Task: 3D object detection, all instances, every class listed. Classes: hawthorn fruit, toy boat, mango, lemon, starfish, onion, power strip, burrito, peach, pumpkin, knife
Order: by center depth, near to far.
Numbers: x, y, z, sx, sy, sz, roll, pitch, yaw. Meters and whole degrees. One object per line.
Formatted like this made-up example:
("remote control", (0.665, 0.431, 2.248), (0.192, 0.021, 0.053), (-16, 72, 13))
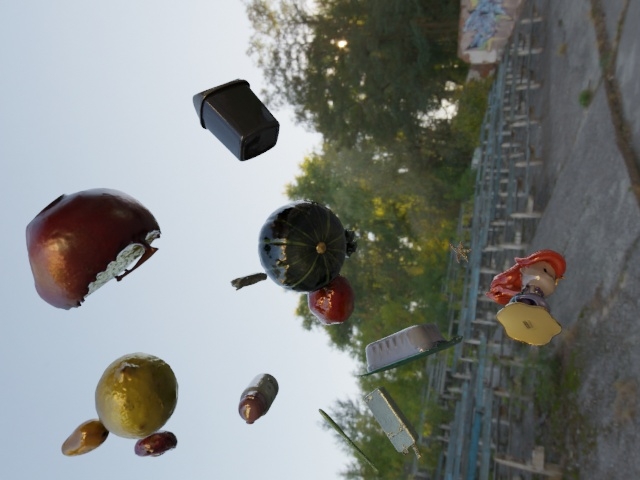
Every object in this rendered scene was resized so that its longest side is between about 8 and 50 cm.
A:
("knife", (0.067, 0.474, 1.051), (0.014, 0.207, 0.030), (-44, 4, -8))
("peach", (-0.724, 0.002, 1.382), (0.406, 0.335, 0.310), (-42, -77, -19))
("lemon", (-0.578, 0.489, 1.402), (0.260, 0.260, 0.284), (-38, -34, -63))
("mango", (-0.800, 0.679, 1.520), (0.178, 0.090, 0.115), (-45, -41, 15))
("pumpkin", (-0.061, 0.022, 1.530), (0.323, 0.241, 0.323), (4, -98, -31))
("onion", (-0.599, 0.713, 1.614), (0.150, 0.150, 0.140), (58, -165, -59))
("starfish", (0.508, 0.042, 1.618), (0.016, 0.086, 0.092), (-30, -44, -41))
("power strip", (0.285, 0.704, 1.692), (0.093, 0.288, 0.053), (-43, -20, 19))
("hawthorn fruit", (0.040, 0.221, 1.749), (0.253, 0.205, 0.205), (71, -149, -64))
("toy boat", (0.000, 0.000, 1.961), (0.141, 0.319, 0.092), (72, -149, -41))
("burrito", (-0.336, 0.187, 2.101), (0.229, 0.063, 0.058), (-19, -84, -56))

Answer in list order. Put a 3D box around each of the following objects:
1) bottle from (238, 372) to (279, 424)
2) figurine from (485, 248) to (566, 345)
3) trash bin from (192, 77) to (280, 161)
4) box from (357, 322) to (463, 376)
("bottle", (-0.231, 0.578, 1.616), (0.253, 0.120, 0.120), (-12, -73, -83))
("figurine", (0.591, 0.149, 1.271), (0.208, 0.181, 0.257), (100, -162, -45))
("trash bin", (-0.295, -0.434, 1.555), (0.209, 0.290, 0.182), (-33, -19, -30))
("box", (0.303, 0.382, 1.587), (0.264, 0.336, 0.106), (9, -124, -52))
